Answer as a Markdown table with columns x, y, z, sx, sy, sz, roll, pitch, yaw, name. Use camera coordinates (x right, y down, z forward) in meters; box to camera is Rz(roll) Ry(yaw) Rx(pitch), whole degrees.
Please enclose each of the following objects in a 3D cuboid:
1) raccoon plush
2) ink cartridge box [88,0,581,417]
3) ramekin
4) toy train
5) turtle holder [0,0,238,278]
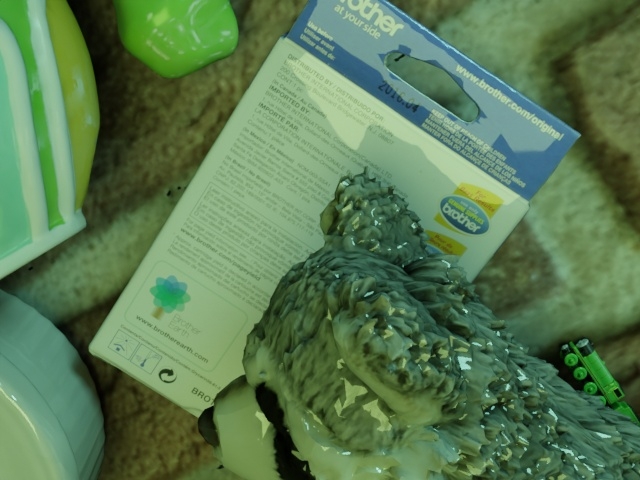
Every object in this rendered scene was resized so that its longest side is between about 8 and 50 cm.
| x | y | z | sx | sy | sz | roll | pitch | yaw | name |
| --- | --- | --- | --- | --- | --- | --- | --- | --- | --- |
| 0.159 | 0.098 | 0.508 | 0.446 | 0.216 | 0.299 | -13 | 118 | -18 | raccoon plush |
| 0.000 | 0.000 | 0.576 | 0.186 | 0.065 | 0.311 | 33 | 113 | -4 | ink cartridge box |
| -0.288 | 0.149 | 0.641 | 0.273 | 0.127 | 0.273 | 3 | 109 | 8 | ramekin |
| 0.195 | 0.103 | 0.601 | 0.024 | 0.017 | 0.083 | -33 | 100 | 8 | toy train |
| -0.231 | -0.084 | 0.515 | 0.243 | 0.320 | 0.227 | -23 | 101 | 47 | turtle holder |
